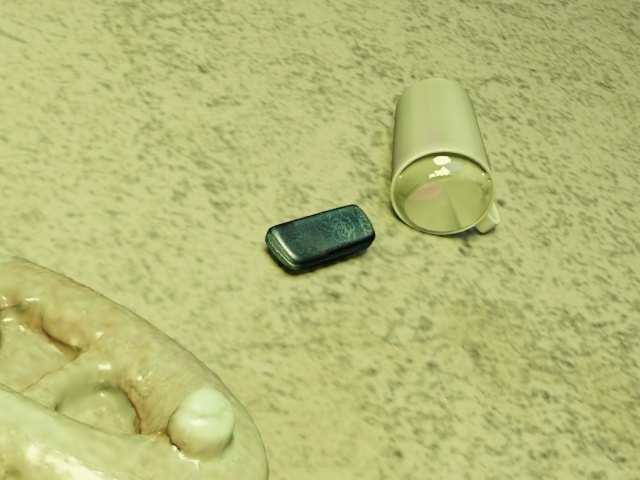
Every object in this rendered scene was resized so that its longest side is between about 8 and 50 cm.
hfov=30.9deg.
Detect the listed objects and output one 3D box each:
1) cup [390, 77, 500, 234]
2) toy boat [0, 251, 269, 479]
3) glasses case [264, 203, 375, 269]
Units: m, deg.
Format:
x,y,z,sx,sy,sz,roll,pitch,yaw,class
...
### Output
x,y,z,sx,sy,sz,roll,pitch,yaw,class
0.097,-0.056,0.866,0.104,0.074,0.116,41,29,-26,cup
-0.122,0.069,0.547,0.227,0.085,0.155,33,26,16,toy boat
0.000,0.000,0.773,0.083,0.023,0.034,-17,67,-40,glasses case
